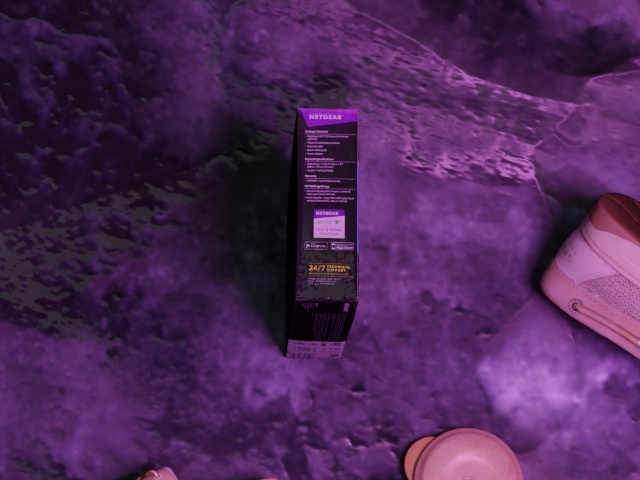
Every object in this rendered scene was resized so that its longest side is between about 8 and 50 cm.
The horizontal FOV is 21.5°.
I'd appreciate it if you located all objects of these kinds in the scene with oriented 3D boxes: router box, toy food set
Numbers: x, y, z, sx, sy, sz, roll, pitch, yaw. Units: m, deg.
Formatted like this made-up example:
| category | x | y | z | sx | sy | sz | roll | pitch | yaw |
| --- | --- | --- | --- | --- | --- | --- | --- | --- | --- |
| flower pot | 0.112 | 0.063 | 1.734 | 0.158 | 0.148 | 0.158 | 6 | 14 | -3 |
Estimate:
| category | x | y | z | sx | sy | sz | roll | pitch | yaw |
| --- | --- | --- | --- | --- | --- | --- | --- | --- | --- |
| router box | 0.000 | 0.000 | 1.171 | 0.046 | 0.179 | 0.133 | 1 | 74 | -3 |
| toy food set | 0.105 | 0.177 | 1.213 | 0.083 | 0.020 | 0.082 | -13 | 76 | -9 |

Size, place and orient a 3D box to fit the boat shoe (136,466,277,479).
| category | x | y | z | sx | sy | sz | roll | pitch | yaw |
| --- | --- | --- | --- | --- | --- | --- | --- | --- | --- |
| boat shoe | -0.107 | 0.187 | 1.173 | 0.170 | 0.063 | 0.059 | 4 | 71 | -14 |

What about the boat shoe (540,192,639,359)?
| category | x | y | z | sx | sy | sz | roll | pitch | yaw |
| --- | --- | --- | --- | --- | --- | --- | --- | --- | --- |
| boat shoe | 0.298 | 0.092 | 1.223 | 0.302 | 0.109 | 0.098 | 38 | 114 | 5 |
